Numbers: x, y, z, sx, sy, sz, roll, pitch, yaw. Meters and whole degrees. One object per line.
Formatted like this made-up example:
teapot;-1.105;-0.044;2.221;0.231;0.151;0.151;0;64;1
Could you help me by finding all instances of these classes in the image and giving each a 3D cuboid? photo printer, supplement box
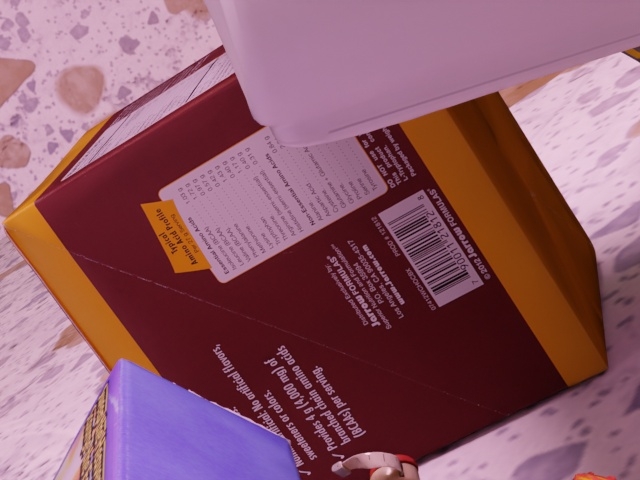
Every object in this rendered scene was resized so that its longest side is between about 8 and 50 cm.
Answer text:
photo printer;0.095;-0.157;0.488;0.307;0.107;0.256;-17;30;-3
supplement box;0.000;0.000;0.640;0.194;0.191;0.129;-29;16;19

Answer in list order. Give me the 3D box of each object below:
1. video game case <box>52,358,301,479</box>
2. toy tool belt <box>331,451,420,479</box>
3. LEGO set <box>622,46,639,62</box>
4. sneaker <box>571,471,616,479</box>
video game case;-0.071;0.176;0.276;0.244;0.061;0.269;-62;12;7
toy tool belt;0.008;0.123;0.532;0.083;0.052;0.051;-32;45;21
LEGO set;0.295;-0.155;0.646;0.255;0.192;0.331;-68;19;-10
sneaker;0.068;0.112;0.422;0.175;0.064;0.067;-23;37;55
